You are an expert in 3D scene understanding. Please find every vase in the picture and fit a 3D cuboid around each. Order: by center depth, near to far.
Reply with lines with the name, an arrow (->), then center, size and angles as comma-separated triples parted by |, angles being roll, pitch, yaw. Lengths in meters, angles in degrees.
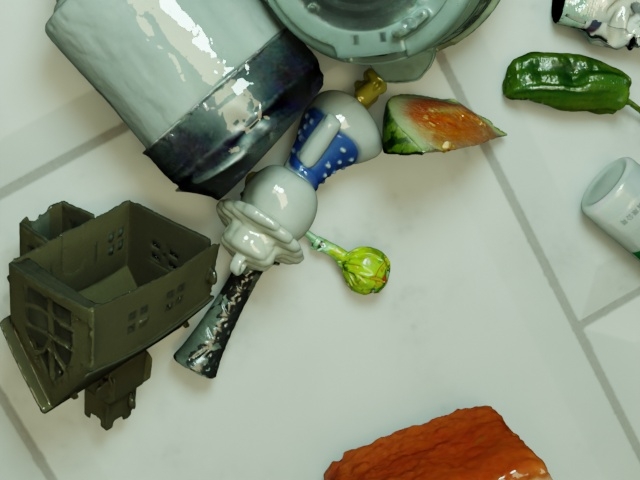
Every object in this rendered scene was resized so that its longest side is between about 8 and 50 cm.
vase -> -0.112, 0.082, 1.485 | 0.059, 0.059, 0.167 | 29, 91, -12

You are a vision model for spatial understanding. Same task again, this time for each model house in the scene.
model house -> -0.260, 0.099, 1.417 | 0.204, 0.211, 0.243 | 27, 128, 27

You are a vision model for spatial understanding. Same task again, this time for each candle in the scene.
candle -> -0.168, -0.227, 1.359 | 0.221, 0.221, 0.342 | -43, 99, -2

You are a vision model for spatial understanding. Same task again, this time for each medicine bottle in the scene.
medicine bottle -> 0.449, 0.007, 1.551 | 0.260, 0.095, 0.095 | 39, 90, -13

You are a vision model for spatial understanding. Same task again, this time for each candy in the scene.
candy -> 0.000, 0.000, 1.505 | 0.194, 0.058, 0.062 | 33, 123, -2

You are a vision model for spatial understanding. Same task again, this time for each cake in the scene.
cake -> 0.174, 0.390, 1.463 | 0.270, 0.269, 0.319 | -23, 101, -5

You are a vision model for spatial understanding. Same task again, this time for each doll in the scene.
doll -> -0.020, -0.078, 1.429 | 0.119, 0.138, 0.293 | 34, 72, 3

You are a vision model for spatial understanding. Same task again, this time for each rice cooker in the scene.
rice cooker -> 0.075, -0.323, 1.352 | 0.264, 0.316, 0.317 | -7, 99, 18

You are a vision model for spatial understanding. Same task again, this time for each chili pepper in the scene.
chili pepper -> 0.328, -0.191, 1.522 | 0.204, 0.073, 0.072 | 8, 82, -12

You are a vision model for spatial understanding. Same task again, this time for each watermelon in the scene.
watermelon -> 0.137, -0.129, 1.440 | 0.119, 0.245, 0.063 | 16, 104, 27

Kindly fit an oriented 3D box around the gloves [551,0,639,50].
gloves -> 0.397, -0.294, 1.501 | 0.212, 0.111, 0.127 | 8, 71, -7
